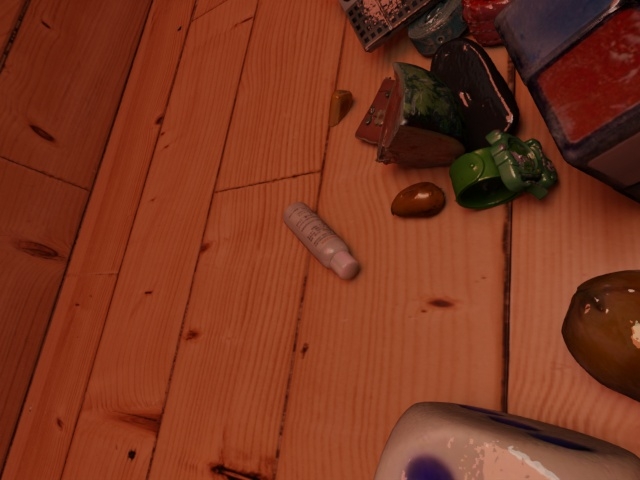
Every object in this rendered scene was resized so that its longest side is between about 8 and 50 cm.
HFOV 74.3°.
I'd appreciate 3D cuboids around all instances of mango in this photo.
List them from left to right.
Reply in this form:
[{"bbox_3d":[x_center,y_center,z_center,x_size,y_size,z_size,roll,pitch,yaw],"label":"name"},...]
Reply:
[{"bbox_3d":[0.213,-0.089,0.943,0.127,0.063,0.077,-12,72,34],"label":"mango"}]

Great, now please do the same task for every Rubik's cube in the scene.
[{"bbox_3d":[0.496,-0.268,0.579,0.313,0.317,0.318,-39,51,44],"label":"Rubik's cube"}]

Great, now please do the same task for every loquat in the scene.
[{"bbox_3d":[0.461,0.136,0.582,0.228,0.179,0.179,25,89,39],"label":"loquat"}]

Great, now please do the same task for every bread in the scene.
[{"bbox_3d":[0.054,-0.379,1.202,0.062,0.103,0.049,-25,59,-24],"label":"bread"}]

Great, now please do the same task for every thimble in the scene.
[{"bbox_3d":[0.416,-0.534,0.923,0.190,0.125,0.162,-12,64,34],"label":"thimble"}]

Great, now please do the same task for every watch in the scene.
[{"bbox_3d":[0.344,-0.116,0.818,0.152,0.166,0.131,-43,48,49],"label":"watch"}]

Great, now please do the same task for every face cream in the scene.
[{"bbox_3d":[0.000,0.000,1.063,0.082,0.082,0.269,-51,49,10],"label":"face cream"}]

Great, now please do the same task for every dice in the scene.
[{"bbox_3d":[0.250,0.406,0.573,0.305,0.277,0.303,1,75,37],"label":"dice"}]

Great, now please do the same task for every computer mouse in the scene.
[{"bbox_3d":[0.334,-0.312,0.920,0.138,0.087,0.269,-31,70,40],"label":"computer mouse"}]

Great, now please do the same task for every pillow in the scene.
[{"bbox_3d":[0.178,-0.316,1.054,0.171,0.075,0.179,34,96,41],"label":"pillow"}]

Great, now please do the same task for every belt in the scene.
[{"bbox_3d":[0.301,-0.541,1.046,0.163,0.082,0.147,-26,47,32],"label":"belt"}]

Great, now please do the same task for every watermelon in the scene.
[{"bbox_3d":[0.192,-0.236,0.847,0.180,0.305,0.224,-41,88,1],"label":"watermelon"}]

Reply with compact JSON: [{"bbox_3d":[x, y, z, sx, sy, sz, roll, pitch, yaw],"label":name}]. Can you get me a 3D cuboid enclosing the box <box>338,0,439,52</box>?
[{"bbox_3d":[0.206,-0.635,1.028,0.325,0.047,0.180,-27,91,32],"label":"box"}]
